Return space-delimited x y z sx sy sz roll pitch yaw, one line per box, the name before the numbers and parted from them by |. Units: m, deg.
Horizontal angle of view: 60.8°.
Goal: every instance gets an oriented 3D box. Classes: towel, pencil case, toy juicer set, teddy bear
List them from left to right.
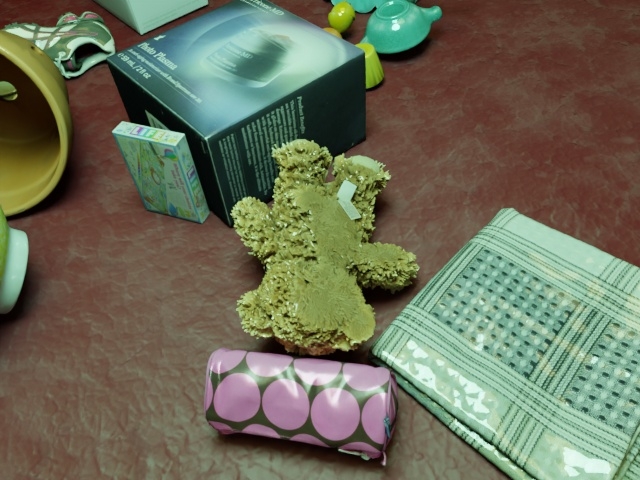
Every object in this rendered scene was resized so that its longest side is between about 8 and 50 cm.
pencil case | -0.022 0.176 0.591 0.209 0.095 0.098 5 81 12
teddy bear | 0.000 0.000 0.714 0.245 0.113 0.338 3 55 -22
toy juicer set | 0.126 -0.438 1.101 0.329 0.089 0.209 -45 52 -16
towel | 0.269 0.120 0.629 0.324 0.056 0.312 35 61 29

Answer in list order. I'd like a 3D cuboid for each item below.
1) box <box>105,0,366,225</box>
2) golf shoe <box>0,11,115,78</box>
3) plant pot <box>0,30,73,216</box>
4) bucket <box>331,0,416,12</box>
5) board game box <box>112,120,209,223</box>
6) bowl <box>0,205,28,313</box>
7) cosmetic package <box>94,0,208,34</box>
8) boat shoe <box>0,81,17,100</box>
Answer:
box | -0.128 -0.231 0.887 0.294 0.183 0.296 -36 56 -24
golf shoe | -0.558 -0.383 1.112 0.272 0.105 0.120 -28 60 -17
plant pot | -0.530 -0.208 0.862 0.290 0.291 0.203 -10 32 -3
bucket | 0.125 -0.662 1.226 0.280 0.183 0.281 -3 49 3
board game box | -0.229 -0.096 0.796 0.103 0.154 0.026 14 52 16
bowl | -0.473 0.027 0.692 0.156 0.289 0.290 14 35 -41
cosmetic package | -0.455 -0.653 1.295 0.197 0.155 0.365 -34 55 -21
boat shoe | -0.654 -0.252 1.010 0.302 0.094 0.109 -27 52 -17
